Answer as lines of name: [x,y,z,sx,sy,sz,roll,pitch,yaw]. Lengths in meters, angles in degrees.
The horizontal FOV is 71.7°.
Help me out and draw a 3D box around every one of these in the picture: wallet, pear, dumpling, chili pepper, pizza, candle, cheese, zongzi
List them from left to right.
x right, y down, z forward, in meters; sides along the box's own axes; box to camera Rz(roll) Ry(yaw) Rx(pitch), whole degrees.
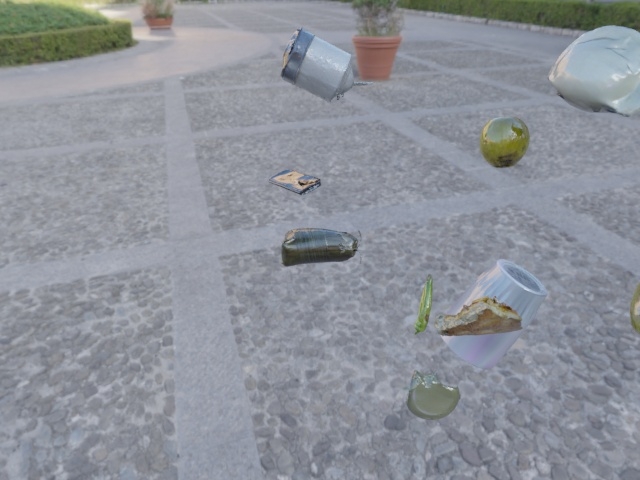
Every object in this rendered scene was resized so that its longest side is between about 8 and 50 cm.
wallet: [-0.068,-0.157,1.175,0.082,0.018,0.156,-30,35,-30]
zongzi: [0.000,0.000,1.409,0.247,0.111,0.241,-3,17,-1]
candle: [0.028,-0.594,1.564,0.330,0.187,0.187,23,28,-10]
chili pepper: [0.342,0.206,1.438,0.043,0.208,0.049,11,-11,29]
cheese: [0.416,0.574,1.637,0.202,0.175,0.091,8,2,-3]
pizza: [0.325,0.154,0.899,0.182,0.161,0.063,-7,67,7]
pear: [0.581,-0.313,1.402,0.148,0.162,0.149,4,-6,0]
dumpling: [0.758,-0.447,1.174,0.243,0.227,0.175,42,14,9]

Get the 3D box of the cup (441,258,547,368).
cup: [0.629,0.271,1.638,0.253,0.372,0.253,22,27,-12]

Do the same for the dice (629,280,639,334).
dice: [0.678,0.108,0.695,0.233,0.238,0.227,27,8,9]
